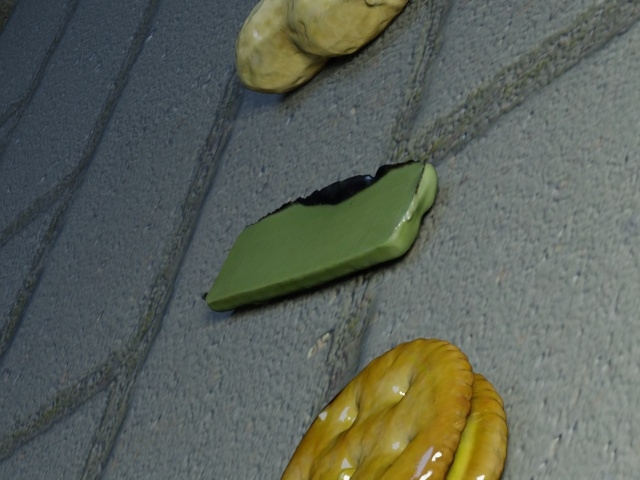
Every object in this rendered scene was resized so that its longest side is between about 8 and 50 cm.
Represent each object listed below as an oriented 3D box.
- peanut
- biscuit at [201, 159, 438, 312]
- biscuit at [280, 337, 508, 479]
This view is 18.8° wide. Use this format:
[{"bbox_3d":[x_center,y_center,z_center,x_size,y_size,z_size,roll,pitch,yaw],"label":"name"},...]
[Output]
[{"bbox_3d":[-0.002,-0.226,1.946,0.117,0.101,0.263,-43,10,-38],"label":"peanut"},{"bbox_3d":[0.000,0.000,1.657,0.322,0.038,0.099,-19,42,56],"label":"biscuit"},{"bbox_3d":[0.033,0.165,1.267,0.220,0.066,0.220,-45,21,22],"label":"biscuit"}]
